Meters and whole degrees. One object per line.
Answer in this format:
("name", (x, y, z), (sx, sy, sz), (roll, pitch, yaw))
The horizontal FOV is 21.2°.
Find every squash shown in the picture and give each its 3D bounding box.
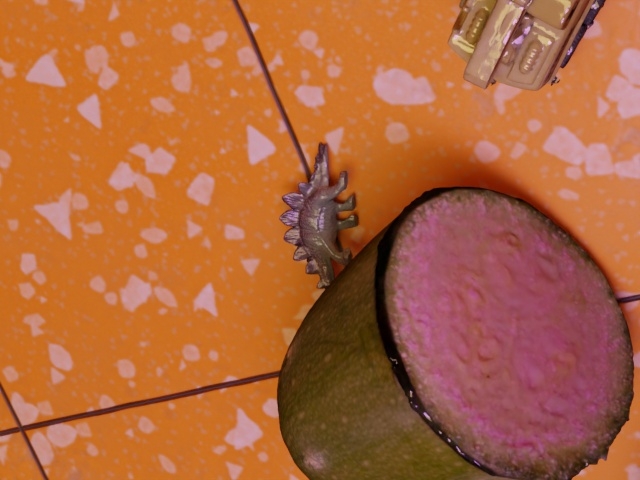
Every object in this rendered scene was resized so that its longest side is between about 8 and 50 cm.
("squash", (0.105, 0.144, 1.725), (0.310, 0.310, 0.309), (46, 140, -4))

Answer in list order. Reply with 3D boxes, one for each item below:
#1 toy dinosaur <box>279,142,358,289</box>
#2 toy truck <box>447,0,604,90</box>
("toy dinosaur", (0.001, 0.000, 1.799), (0.082, 0.039, 0.209), (1, 105, 25))
("toy truck", (0.209, -0.255, 1.523), (0.124, 0.157, 0.272), (31, 122, 5))
